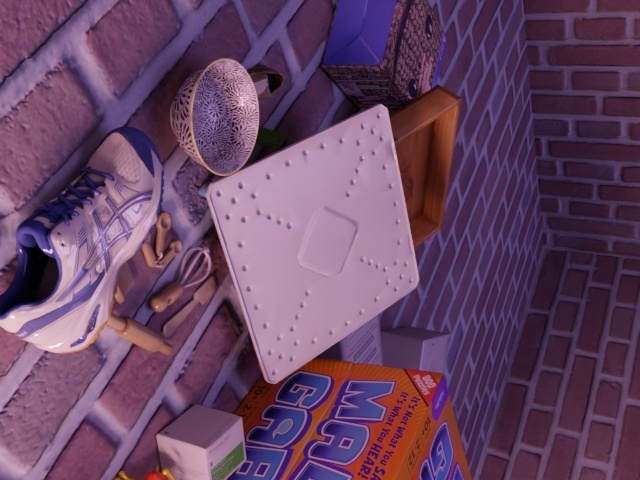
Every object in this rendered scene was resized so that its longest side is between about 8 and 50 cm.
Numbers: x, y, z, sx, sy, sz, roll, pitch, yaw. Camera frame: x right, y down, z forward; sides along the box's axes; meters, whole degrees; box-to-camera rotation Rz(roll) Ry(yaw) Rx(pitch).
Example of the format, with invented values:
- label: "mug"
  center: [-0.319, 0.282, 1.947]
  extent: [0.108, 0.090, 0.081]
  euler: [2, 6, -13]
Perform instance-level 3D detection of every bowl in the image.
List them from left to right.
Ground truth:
- label: "bowl"
  center: [-0.170, -0.185, 1.064]
  extent: [0.170, 0.080, 0.170]
  euler: [-28, 122, -58]

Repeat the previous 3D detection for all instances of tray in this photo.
- label: "tray"
  center: [0.203, -0.131, 1.624]
  extent: [0.203, 0.076, 0.410]
  euler: [-35, 148, -25]

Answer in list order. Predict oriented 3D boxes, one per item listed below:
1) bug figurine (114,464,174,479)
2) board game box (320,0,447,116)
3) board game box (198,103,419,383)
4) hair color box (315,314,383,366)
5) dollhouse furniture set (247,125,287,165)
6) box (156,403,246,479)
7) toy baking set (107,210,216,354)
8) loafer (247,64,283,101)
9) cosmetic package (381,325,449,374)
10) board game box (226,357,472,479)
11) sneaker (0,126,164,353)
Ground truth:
- label: "bug figurine"
  center: [-0.251, 0.484, 1.068]
  extent: [0.216, 0.072, 0.278]
  euler: [-69, 154, -52]
- label: "board game box"
  center: [0.145, -0.408, 1.538]
  extent: [0.291, 0.141, 0.232]
  euler: [31, 70, -60]
- label: "board game box"
  center: [0.000, 0.000, 1.286]
  extent: [0.390, 0.050, 0.389]
  euler: [-30, 120, -30]
- label: "hair color box"
  center: [0.042, 0.198, 1.534]
  extent: [0.185, 0.114, 0.374]
  euler: [-39, 129, -51]
- label: "dollhouse furniture set"
  center: [-0.100, -0.122, 1.276]
  extent: [0.076, 0.059, 0.151]
  euler: [-61, 166, -48]
- label: "box"
  center: [-0.188, 0.330, 1.143]
  extent: [0.101, 0.102, 0.087]
  euler: [-32, 123, -54]
- label: "toy baking set"
  center: [-0.229, 0.072, 1.072]
  extent: [0.256, 0.030, 0.196]
  euler: [54, 50, -53]
- label: "loafer"
  center: [-0.111, -0.256, 1.188]
  extent: [0.148, 0.050, 0.056]
  euler: [-51, 139, -45]
- label: "cosmetic package"
  center: [0.241, 0.357, 1.933]
  extent: [0.225, 0.138, 0.223]
  euler: [4, 94, -64]
- label: "board game box"
  center: [0.035, 0.467, 1.287]
  extent: [0.356, 0.357, 0.356]
  euler: [-52, 132, -45]
- label: "sneaker"
  center: [-0.285, -0.015, 0.856]
  extent: [0.131, 0.112, 0.296]
  euler: [41, 60, -58]
